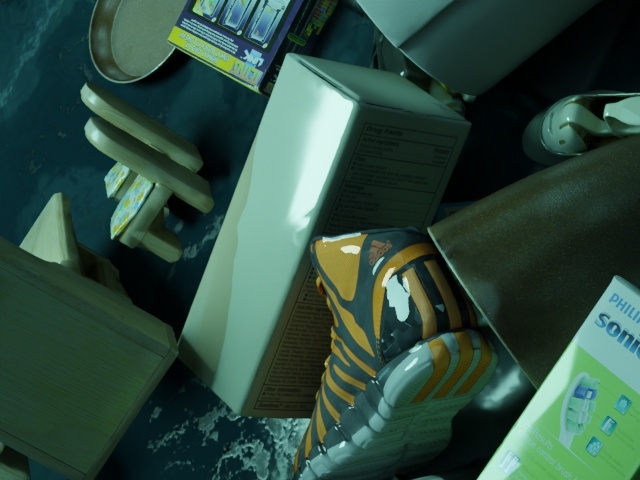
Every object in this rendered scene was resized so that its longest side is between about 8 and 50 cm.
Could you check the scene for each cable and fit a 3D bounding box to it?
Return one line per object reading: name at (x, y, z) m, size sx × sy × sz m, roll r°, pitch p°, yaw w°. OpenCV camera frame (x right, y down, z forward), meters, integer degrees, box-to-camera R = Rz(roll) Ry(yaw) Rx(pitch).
cable at (0.085, -0.192, 1.901) m, size 0.139 × 0.072 × 0.287 m, roll -51°, pitch 32°, yaw 37°

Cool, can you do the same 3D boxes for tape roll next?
tape roll at (0.133, -0.275, 1.739) m, size 0.169 × 0.246 × 0.246 m, roll -38°, pitch 51°, yaw 25°

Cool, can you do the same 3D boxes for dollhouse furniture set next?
dollhouse furniture set at (-0.304, 0.041, 1.896) m, size 0.362 × 0.256 × 0.394 m, roll -55°, pitch 18°, yaw 10°

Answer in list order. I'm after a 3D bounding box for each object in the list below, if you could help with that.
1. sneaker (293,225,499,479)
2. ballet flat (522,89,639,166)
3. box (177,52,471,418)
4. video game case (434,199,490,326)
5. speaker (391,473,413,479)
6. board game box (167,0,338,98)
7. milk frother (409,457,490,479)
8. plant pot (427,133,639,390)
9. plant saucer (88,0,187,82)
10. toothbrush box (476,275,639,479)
sneaker at (0.044, 0.096, 1.688) m, size 0.321 × 0.124 × 0.180 m, roll -54°, pitch 50°, yaw 49°
ballet flat at (0.250, -0.104, 1.685) m, size 0.213 × 0.068 × 0.072 m, roll 2°, pitch 74°, yaw 43°
box at (0.000, 0.000, 1.768) m, size 0.121 × 0.148 × 0.311 m, roll 38°, pitch 112°, yaw 45°
video game case at (0.166, 0.019, 1.748) m, size 0.166 × 0.015 × 0.119 m, roll -5°, pitch 70°, yaw 41°
speaker at (0.058, 0.278, 1.710) m, size 0.055 × 0.055 × 0.136 m, roll 31°, pitch 95°, yaw 45°
board game box at (-0.069, -0.237, 2.044) m, size 0.170 × 0.048 × 0.141 m, roll 32°, pitch 98°, yaw 44°
milk frother at (0.106, 0.268, 1.613) m, size 0.143 × 0.134 × 0.129 m, roll 38°, pitch 130°, yaw 47°
plant pot at (0.242, 0.011, 1.572) m, size 0.230 × 0.215 × 0.215 m, roll -35°, pitch 50°, yaw 5°
plant saucer at (-0.191, -0.251, 2.174) m, size 0.168 × 0.029 × 0.168 m, roll -19°, pitch 61°, yaw 37°
toothbrush box at (0.236, 0.197, 1.476) m, size 0.283 × 0.206 × 0.122 m, roll -57°, pitch 45°, yaw 10°
